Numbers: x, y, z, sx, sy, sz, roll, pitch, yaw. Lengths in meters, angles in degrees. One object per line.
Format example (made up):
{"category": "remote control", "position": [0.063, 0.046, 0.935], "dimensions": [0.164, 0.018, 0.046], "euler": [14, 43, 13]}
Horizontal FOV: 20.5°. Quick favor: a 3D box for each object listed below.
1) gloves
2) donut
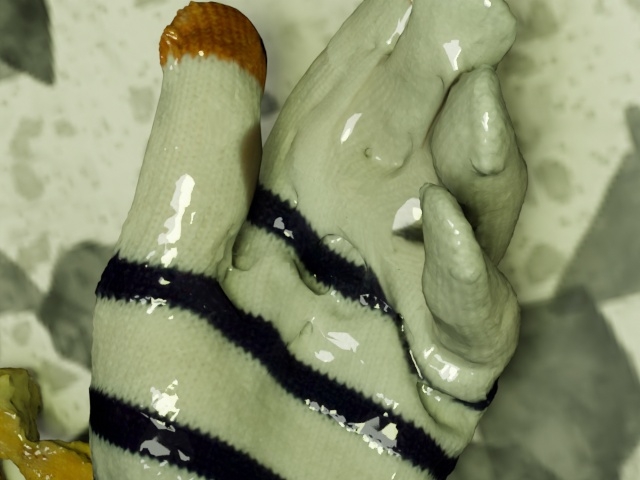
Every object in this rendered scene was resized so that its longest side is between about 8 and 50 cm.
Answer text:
{"category": "gloves", "position": [0.009, 0.005, 0.605], "dimensions": [0.140, 0.131, 0.218], "euler": [23, 85, 28]}
{"category": "donut", "position": [-0.122, 0.101, 0.716], "dimensions": [0.108, 0.043, 0.097], "euler": [39, 114, 9]}
